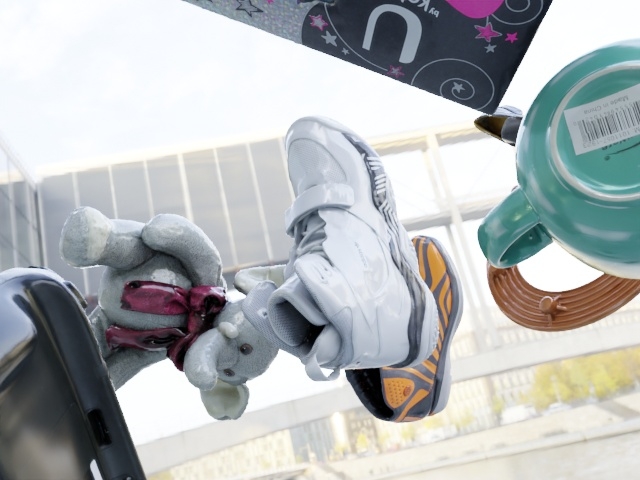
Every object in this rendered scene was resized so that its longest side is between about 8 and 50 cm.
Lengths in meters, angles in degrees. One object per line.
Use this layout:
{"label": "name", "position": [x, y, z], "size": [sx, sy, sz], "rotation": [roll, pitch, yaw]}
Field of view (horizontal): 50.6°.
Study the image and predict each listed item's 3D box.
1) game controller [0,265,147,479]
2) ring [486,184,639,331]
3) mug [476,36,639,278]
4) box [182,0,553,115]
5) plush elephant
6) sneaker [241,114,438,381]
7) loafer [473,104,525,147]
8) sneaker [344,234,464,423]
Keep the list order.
{"label": "game controller", "position": [-0.156, 0.176, 0.432], "size": [0.067, 0.319, 0.166], "rotation": [-13, 13, 11]}
{"label": "ring", "position": [0.361, -0.029, 0.968], "size": [0.032, 0.336, 0.336], "rotation": [32, -41, -24]}
{"label": "mug", "position": [0.172, -0.036, 0.386], "size": [0.097, 0.129, 0.157], "rotation": [19, -80, -58]}
{"label": "box", "position": [0.031, -0.213, 0.424], "size": [0.247, 0.163, 0.142], "rotation": [21, -32, 6]}
{"label": "plush elephant", "position": [-0.170, 0.114, 0.897], "size": [0.330, 0.255, 0.272], "rotation": [-15, -48, -64]}
{"label": "sneaker", "position": [0.000, 0.000, 0.841], "size": [0.210, 0.365, 0.137], "rotation": [-8, -21, -46]}
{"label": "loafer", "position": [0.296, -0.160, 1.011], "size": [0.061, 0.062, 0.170], "rotation": [-13, 22, -18]}
{"label": "sneaker", "position": [0.137, 0.149, 1.126], "size": [0.180, 0.321, 0.125], "rotation": [1, -3, -41]}
